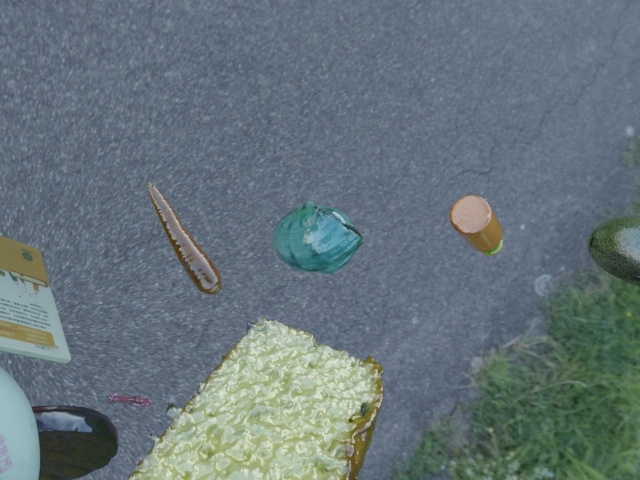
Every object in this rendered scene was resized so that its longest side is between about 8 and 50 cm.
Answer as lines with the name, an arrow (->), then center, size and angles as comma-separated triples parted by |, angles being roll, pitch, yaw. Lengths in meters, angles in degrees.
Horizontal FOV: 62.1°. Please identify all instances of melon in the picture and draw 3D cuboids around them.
melon -> 0.431, 0.017, 0.681 | 0.099, 0.162, 0.099 | -37, 134, -50

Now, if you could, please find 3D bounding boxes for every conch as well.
conch -> 0.001, 0.003, 1.025 | 0.202, 0.196, 0.134 | 16, 103, -56

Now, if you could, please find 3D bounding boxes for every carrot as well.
carrot -> -0.231, -0.001, 0.888 | 0.048, 0.048, 0.216 | -38, 107, -30

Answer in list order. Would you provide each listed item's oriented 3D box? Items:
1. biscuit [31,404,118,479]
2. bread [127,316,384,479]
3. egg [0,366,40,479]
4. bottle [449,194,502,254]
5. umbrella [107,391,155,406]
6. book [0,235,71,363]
biscuit -> -0.753, 0.548, 1.414 | 0.407, 0.407, 0.091 | 8, 47, -29
bread -> -0.071, 0.253, 0.537 | 0.194, 0.179, 0.340 | 26, 39, 12
egg -> -0.516, 0.316, 0.737 | 0.229, 0.230, 0.371 | -14, 121, -32
bottle -> 0.275, -0.015, 0.908 | 0.187, 0.069, 0.069 | 34, 61, -56
umbrella -> -0.480, 0.412, 1.361 | 0.165, 0.027, 0.025 | 38, 22, -56
book -> -0.578, 0.088, 0.973 | 0.020, 0.295, 0.208 | -41, 146, 7
